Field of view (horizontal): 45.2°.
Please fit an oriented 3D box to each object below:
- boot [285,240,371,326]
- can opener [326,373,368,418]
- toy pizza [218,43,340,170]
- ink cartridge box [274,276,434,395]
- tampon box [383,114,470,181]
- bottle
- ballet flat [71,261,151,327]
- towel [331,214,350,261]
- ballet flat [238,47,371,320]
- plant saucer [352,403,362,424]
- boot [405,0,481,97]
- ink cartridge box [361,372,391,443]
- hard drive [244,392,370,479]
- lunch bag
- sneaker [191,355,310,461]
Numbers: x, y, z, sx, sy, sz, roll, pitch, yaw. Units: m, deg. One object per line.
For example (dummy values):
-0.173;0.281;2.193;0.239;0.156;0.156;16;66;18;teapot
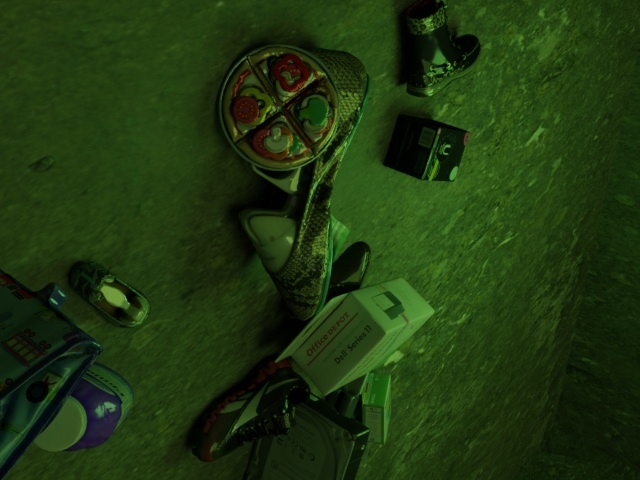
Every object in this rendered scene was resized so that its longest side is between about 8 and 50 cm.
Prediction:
0.017;0.088;1.571;0.219;0.082;0.106;-55;152;6;boot
0.066;0.381;1.870;0.093;0.074;0.280;8;105;-57;can opener
-0.061;-0.211;1.228;0.201;0.032;0.201;-3;101;-17;toy pizza
0.079;0.202;1.623;0.207;0.119;0.353;-49;162;23;ink cartridge box
0.237;-0.201;1.693;0.161;0.101;0.120;-5;116;-54;tampon box
-0.330;0.227;1.051;0.092;0.118;0.283;-60;-177;-7;bottle
-0.304;0.096;1.165;0.070;0.070;0.188;-58;147;-10;ballet flat
0.000;0.000;1.575;0.113;0.023;0.152;-59;149;-4;towel
-0.049;-0.099;1.342;0.182;0.164;0.482;7;101;-34;ballet flat
0.083;0.488;2.015;0.119;0.021;0.119;-33;136;-39;plant saucer
0.257;-0.422;1.591;0.236;0.085;0.178;-41;138;-31;boot
0.144;0.414;1.976;0.109;0.062;0.209;-71;162;-50;ink cartridge box
-0.046;0.499;1.643;0.064;0.237;0.338;-5;116;-53;hard drive
-0.417;0.155;0.898;0.293;0.221;0.138;-49;145;-22;lunch bag
-0.126;0.348;1.522;0.276;0.135;0.097;-38;141;-33;sneaker
